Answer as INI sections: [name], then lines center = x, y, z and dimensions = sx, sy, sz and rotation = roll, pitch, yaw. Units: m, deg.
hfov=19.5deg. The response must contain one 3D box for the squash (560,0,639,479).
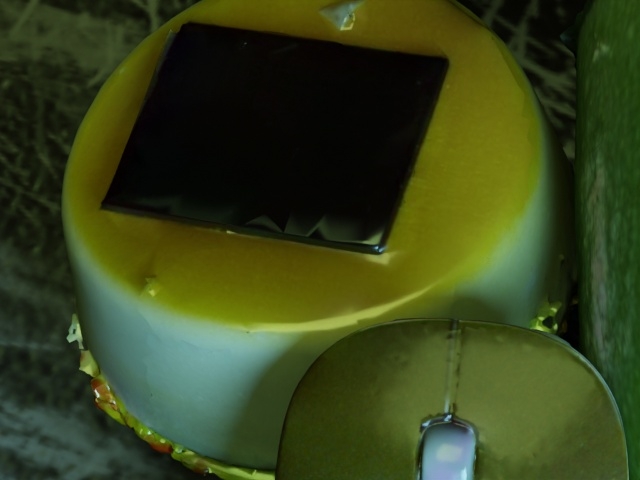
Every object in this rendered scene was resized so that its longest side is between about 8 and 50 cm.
[squash]
center = 0.242, 0.045, 0.833
dimensions = 0.310, 0.310, 0.309
rotation = 5, 64, 16

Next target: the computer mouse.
[computer mouse]
center = 0.058, 0.189, 0.837
dimensions = 0.158, 0.072, 0.310
rotation = 3, 100, 11

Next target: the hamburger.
[hamburger]
center = 0.000, 0.000, 0.983
dimensions = 0.276, 0.179, 0.294
rotation = 7, 59, 16
